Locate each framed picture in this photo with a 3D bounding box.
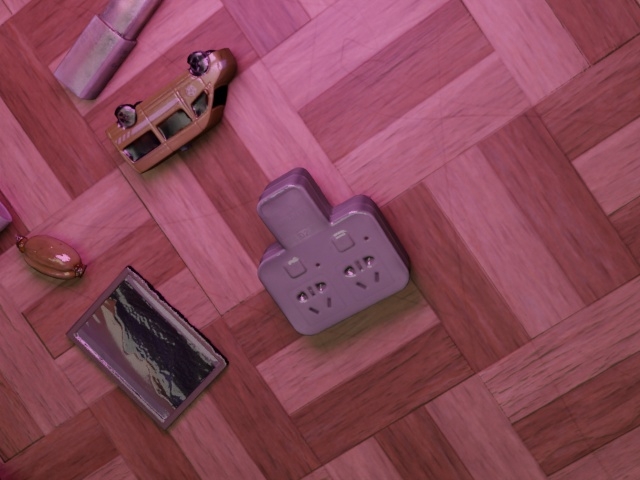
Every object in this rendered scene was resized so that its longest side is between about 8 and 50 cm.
[{"bbox_3d":[-0.324,0.200,1.683,0.265,0.018,0.192,43,103,2],"label":"framed picture"}]

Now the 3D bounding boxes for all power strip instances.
[{"bbox_3d":[0.000,0.000,1.547,0.229,0.141,0.261,-30,107,15],"label":"power strip"}]

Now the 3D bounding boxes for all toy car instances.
[{"bbox_3d":[-0.240,-0.225,1.554,0.256,0.101,0.124,-32,97,16],"label":"toy car"}]

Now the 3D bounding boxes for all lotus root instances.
[{"bbox_3d":[-0.499,0.030,1.666,0.150,0.062,0.073,24,126,8],"label":"lotus root"}]

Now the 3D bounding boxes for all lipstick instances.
[{"bbox_3d":[-0.356,-0.364,1.563,0.077,0.079,0.253,41,105,2],"label":"lipstick"}]

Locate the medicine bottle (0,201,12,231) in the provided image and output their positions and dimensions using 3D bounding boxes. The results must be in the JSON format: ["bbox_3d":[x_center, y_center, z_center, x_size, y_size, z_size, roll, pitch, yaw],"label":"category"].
[{"bbox_3d":[-0.711,0.025,1.646,0.296,0.161,0.111,-44,132,-2],"label":"medicine bottle"}]
